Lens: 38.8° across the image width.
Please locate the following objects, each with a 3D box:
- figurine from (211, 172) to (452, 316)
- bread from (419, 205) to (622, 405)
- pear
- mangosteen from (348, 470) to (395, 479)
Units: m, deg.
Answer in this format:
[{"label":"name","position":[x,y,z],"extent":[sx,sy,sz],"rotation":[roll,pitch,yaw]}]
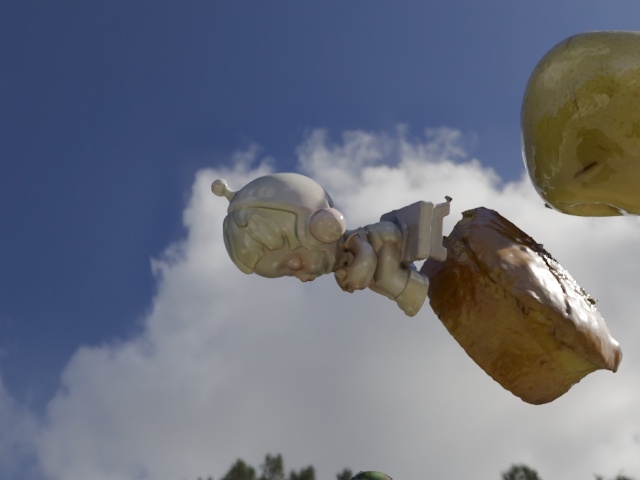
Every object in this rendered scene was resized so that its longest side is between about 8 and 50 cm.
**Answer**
[{"label":"figurine","position":[0.003,-0.010,1.006],"extent":[0.257,0.182,0.144],"rotation":[11,-79,-13]},{"label":"bread","position":[0.238,0.080,1.106],"extent":[0.268,0.268,0.145],"rotation":[32,-72,-35]},{"label":"pear","position":[0.455,-0.179,1.413],"extent":[0.309,0.309,0.309],"rotation":[-9,-51,-11]},{"label":"mangosteen","position":[0.126,0.594,1.716],"extent":[0.300,0.300,0.300],"rotation":[-9,-51,-11]}]
